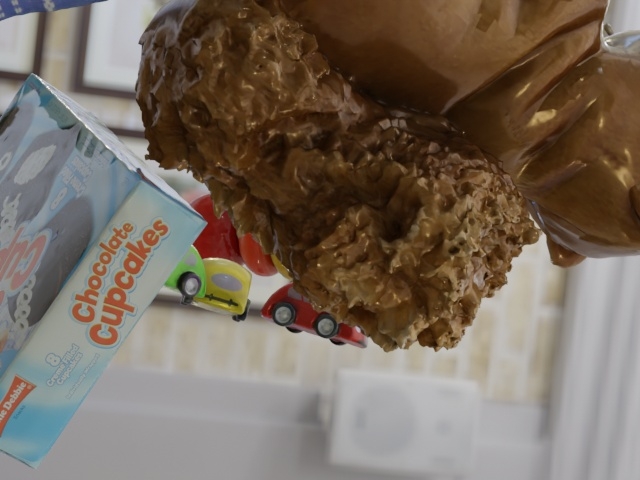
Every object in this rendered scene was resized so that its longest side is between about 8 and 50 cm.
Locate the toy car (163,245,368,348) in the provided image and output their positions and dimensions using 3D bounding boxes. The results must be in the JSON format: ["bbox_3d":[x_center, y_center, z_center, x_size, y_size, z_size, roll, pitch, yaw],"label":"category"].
[{"bbox_3d":[-0.095,0.032,1.540,0.239,0.225,0.053,9,-100,49],"label":"toy car"}]

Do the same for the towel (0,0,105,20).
[{"bbox_3d":[-0.289,-0.193,0.975,0.243,0.336,0.040,82,-11,-47],"label":"towel"}]

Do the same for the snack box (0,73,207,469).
[{"bbox_3d":[-0.195,0.007,1.177,0.187,0.060,0.322,-56,-153,2],"label":"snack box"}]

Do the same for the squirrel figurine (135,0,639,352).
[{"bbox_3d":[0.091,-0.091,1.181,0.397,0.370,0.281,-51,-160,-23],"label":"squirrel figurine"}]

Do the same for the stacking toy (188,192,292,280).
[{"bbox_3d":[0.000,0.000,1.827,0.141,0.330,0.141,0,90,-65],"label":"stacking toy"}]
